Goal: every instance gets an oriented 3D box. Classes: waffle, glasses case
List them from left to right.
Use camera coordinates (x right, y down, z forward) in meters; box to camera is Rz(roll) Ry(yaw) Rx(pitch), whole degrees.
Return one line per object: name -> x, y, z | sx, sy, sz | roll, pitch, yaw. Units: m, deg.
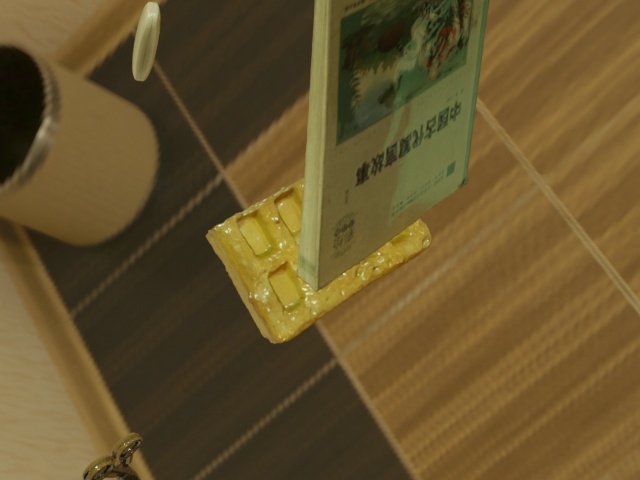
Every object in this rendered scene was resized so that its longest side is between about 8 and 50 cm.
glasses case -> -0.164, -0.187, 1.346 | 0.032, 0.021, 0.083 | -94, 17, -44
waffle -> 0.000, 0.000, 1.814 | 0.168, 0.274, 0.057 | 60, 153, -3

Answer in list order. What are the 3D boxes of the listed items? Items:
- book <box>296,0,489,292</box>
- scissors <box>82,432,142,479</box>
book -> 0.063, -0.119, 1.119 | 0.025, 0.282, 0.215 | 30, 47, 31
scissors -> -0.252, 0.299, 1.832 | 0.088, 0.220, 0.017 | -41, 72, -12
